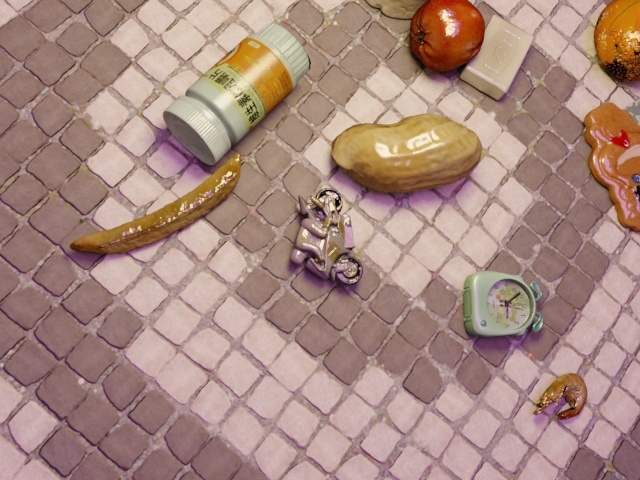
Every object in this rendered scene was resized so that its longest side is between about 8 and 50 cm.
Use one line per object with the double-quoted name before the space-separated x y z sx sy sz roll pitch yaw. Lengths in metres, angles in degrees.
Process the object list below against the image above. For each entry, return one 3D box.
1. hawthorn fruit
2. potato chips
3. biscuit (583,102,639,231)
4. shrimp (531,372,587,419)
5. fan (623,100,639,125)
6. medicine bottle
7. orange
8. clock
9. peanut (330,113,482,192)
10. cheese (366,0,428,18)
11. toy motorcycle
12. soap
"hawthorn fruit" 0.315 -0.496 1.683 0.200 0.179 0.179 -13 80 -28
"potato chips" -0.327 -0.056 1.497 0.407 0.057 0.080 -31 72 -17
"biscuit" 0.780 -0.192 1.775 0.202 0.047 0.334 -25 84 -14
"shrimp" 0.548 0.369 1.612 0.162 0.045 0.095 -30 106 -22
"fan" 0.887 -0.303 1.846 0.240 0.009 0.131 16 74 -8
"medicine bottle" -0.177 -0.325 1.539 0.158 0.158 0.318 43 72 0
"orange" 0.818 -0.526 1.800 0.234 0.182 0.234 0 74 0
"clock" 0.423 0.151 1.615 0.189 0.060 0.148 6 76 -12
"peanut" 0.199 -0.195 1.595 0.340 0.158 0.174 -13 102 -11
"cheese" 0.237 -0.719 1.721 0.332 0.153 0.292 -25 84 -18
"toy motorcycle" 0.000 0.000 1.550 0.152 0.073 0.225 -14 82 -12
"soap" 0.438 -0.455 1.754 0.121 0.064 0.183 30 72 -2
